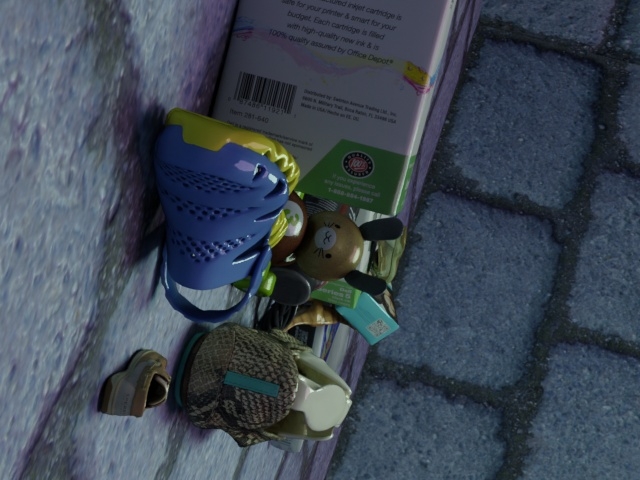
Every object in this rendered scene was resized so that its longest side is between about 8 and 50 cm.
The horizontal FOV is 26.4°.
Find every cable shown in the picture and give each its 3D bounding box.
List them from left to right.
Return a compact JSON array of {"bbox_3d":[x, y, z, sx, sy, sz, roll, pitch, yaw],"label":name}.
[{"bbox_3d":[-0.032,0.064,1.964,0.184,0.047,0.150,-60,-176,-18],"label":"cable"}]

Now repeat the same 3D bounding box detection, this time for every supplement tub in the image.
[{"bbox_3d":[-0.018,-0.004,1.836,0.198,0.106,0.106,-66,169,-45],"label":"supplement tub"}]

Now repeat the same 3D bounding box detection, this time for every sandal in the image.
[{"bbox_3d":[-0.094,-0.013,1.250,0.317,0.126,0.138,81,30,-69],"label":"sandal"}]

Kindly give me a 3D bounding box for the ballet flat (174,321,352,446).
[{"bbox_3d":[-0.051,0.194,1.723,0.483,0.182,0.164,51,55,-81],"label":"ballet flat"}]

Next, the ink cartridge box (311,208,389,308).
[{"bbox_3d":[0.043,-0.062,2.104,0.273,0.115,0.198,98,12,-47],"label":"ink cartridge box"}]

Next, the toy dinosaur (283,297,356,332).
[{"bbox_3d":[-0.015,0.118,2.200,0.211,0.112,0.064,-5,144,-40],"label":"toy dinosaur"}]

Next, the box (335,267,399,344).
[{"bbox_3d":[0.068,0.058,2.288,0.060,0.100,0.244,-33,-149,17],"label":"box"}]

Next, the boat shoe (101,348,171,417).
[{"bbox_3d":[-0.167,0.140,1.299,0.135,0.045,0.050,-48,153,-73],"label":"boat shoe"}]

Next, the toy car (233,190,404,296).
[{"bbox_3d":[0.000,0.000,1.662,0.149,0.188,0.155,78,29,-74],"label":"toy car"}]

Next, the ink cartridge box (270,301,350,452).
[{"bbox_3d":[-0.002,0.172,2.459,0.307,0.072,0.303,-66,167,-55],"label":"ink cartridge box"}]

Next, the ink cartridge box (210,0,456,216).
[{"bbox_3d":[0.017,-0.185,1.367,0.117,0.201,0.278,-31,136,-80],"label":"ink cartridge box"}]

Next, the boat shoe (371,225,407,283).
[{"bbox_3d":[0.098,0.020,2.117,0.153,0.048,0.056,107,-9,-65],"label":"boat shoe"}]
